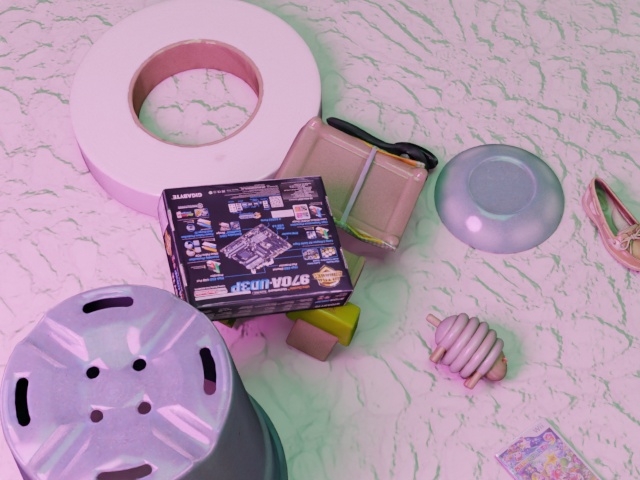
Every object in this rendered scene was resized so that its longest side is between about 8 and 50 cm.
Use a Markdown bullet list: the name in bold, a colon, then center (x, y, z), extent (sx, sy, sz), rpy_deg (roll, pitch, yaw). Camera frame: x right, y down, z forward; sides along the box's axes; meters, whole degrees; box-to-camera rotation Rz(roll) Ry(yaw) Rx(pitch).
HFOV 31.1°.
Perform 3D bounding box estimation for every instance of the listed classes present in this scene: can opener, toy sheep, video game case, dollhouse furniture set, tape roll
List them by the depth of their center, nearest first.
- **video game case**: center (0.300, 0.301, 1.500), extent (0.087, 0.011, 0.122), rpy_deg (-34, 65, -17)
- **toy sheep**: center (0.196, 0.143, 1.552), extent (0.132, 0.091, 0.091), rpy_deg (37, 66, 0)
- **dollhouse furniture set**: center (0.000, 0.000, 1.625), extent (0.197, 0.151, 0.301), rpy_deg (26, 57, -1)
- **can opener**: center (0.084, -0.134, 1.739), extent (0.186, 0.073, 0.059), rpy_deg (21, 101, 16)
- **tape roll**: center (-0.188, -0.208, 1.770), extent (0.392, 0.072, 0.392), rpy_deg (0, 60, 0)

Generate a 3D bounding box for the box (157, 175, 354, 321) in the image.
- **box**: center (-0.084, 0.009, 1.472), extent (0.220, 0.051, 0.175), rpy_deg (-6, 63, -20)

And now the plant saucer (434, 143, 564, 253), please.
- **plant saucer**: center (0.266, -0.073, 1.703), extent (0.195, 0.037, 0.195), rpy_deg (-1, 60, 2)

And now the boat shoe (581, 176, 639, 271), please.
- **boat shoe**: center (0.432, -0.023, 1.663), extent (0.056, 0.048, 0.153), rpy_deg (-21, 62, -11)

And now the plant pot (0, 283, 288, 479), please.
- **plant pot**: center (-0.214, 0.237, 1.362), extent (0.341, 0.334, 0.341), rpy_deg (0, 61, 0)
